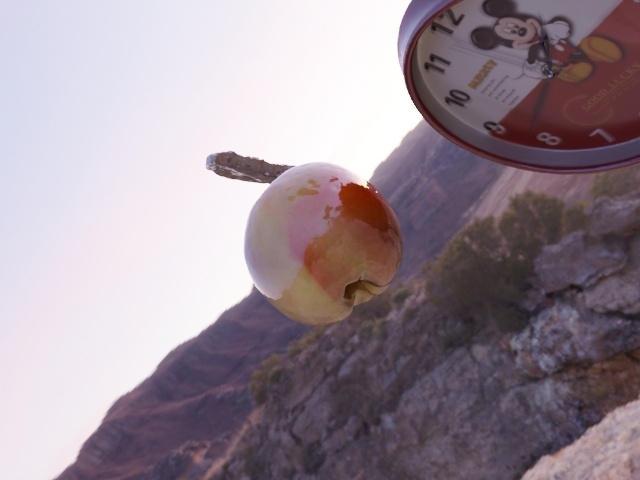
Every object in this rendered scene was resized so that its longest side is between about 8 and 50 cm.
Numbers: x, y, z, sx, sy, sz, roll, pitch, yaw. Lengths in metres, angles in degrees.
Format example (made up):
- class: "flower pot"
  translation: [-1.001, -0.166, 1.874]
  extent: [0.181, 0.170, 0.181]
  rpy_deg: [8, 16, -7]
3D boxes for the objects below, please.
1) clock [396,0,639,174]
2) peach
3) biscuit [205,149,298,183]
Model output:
- class: "clock"
  translation: [0.234, -0.177, 0.647]
  extent: [0.318, 0.319, 0.080]
  rpy_deg: [122, 168, -68]
- class: "peach"
  translation: [0.000, 0.000, 0.736]
  extent: [0.184, 0.184, 0.184]
  rpy_deg: [-50, -3, -4]
- class: "biscuit"
  translation: [-0.104, -0.119, 1.123]
  extent: [0.133, 0.250, 0.032]
  rpy_deg: [0, 86, 52]
